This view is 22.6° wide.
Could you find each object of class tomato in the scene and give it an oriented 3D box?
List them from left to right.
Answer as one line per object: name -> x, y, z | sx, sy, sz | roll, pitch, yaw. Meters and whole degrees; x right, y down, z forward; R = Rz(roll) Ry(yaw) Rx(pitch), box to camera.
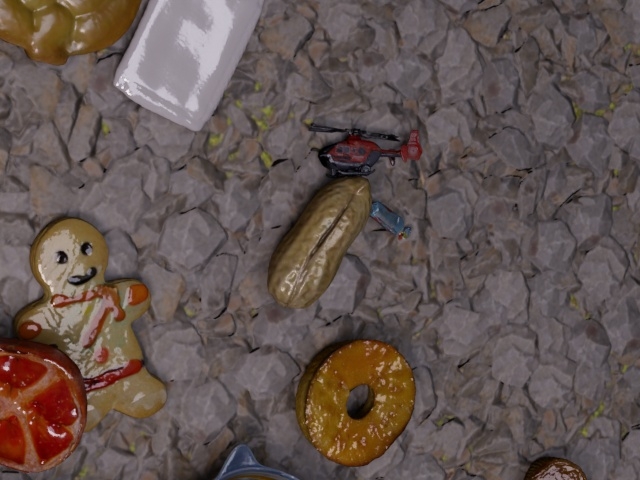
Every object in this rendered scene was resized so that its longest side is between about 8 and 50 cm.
tomato -> -0.306, 0.160, 1.655 | 0.156, 0.069, 0.155 | 4, 115, 10

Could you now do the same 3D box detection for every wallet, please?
wallet -> -0.141, -0.219, 1.738 | 0.124, 0.032, 0.182 | 27, 84, -27

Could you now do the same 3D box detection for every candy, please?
candy -> 0.073, -0.025, 1.871 | 0.083, 0.020, 0.030 | 39, 77, -26

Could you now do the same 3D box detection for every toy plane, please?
toy plane -> 0.052, -0.102, 1.846 | 0.145, 0.037, 0.060 | 0, 85, -23

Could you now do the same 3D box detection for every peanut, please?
peanut -> 0.000, 0.000, 1.806 | 0.080, 0.080, 0.174 | 39, 79, -25

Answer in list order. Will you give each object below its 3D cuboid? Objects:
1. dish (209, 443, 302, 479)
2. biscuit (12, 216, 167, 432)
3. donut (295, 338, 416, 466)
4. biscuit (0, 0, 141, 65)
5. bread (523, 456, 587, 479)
dish -> -0.083, 0.336, 1.789 | 0.228, 0.086, 0.236 | -43, 111, -19
biscuit -> -0.250, 0.090, 1.712 | 0.153, 0.030, 0.234 | -15, 102, -27
donut -> 0.035, 0.183, 1.850 | 0.152, 0.058, 0.151 | -3, 96, -28
biscuit -> -0.269, -0.312, 1.657 | 0.203, 0.041, 0.260 | 6, 94, -27
bread -> 0.289, 0.310, 1.996 | 0.085, 0.053, 0.085 | 2, 80, -12
